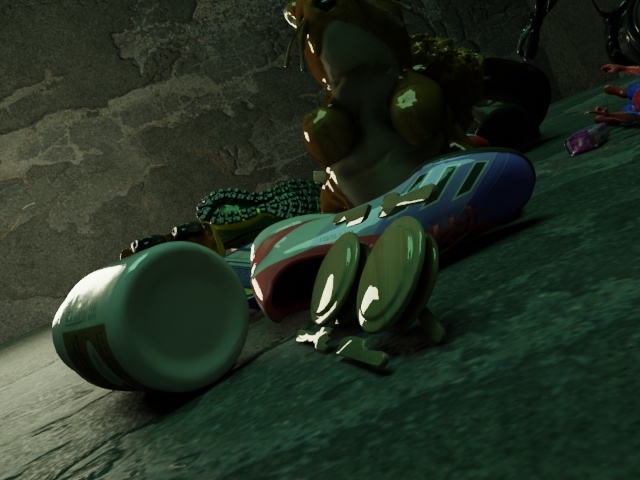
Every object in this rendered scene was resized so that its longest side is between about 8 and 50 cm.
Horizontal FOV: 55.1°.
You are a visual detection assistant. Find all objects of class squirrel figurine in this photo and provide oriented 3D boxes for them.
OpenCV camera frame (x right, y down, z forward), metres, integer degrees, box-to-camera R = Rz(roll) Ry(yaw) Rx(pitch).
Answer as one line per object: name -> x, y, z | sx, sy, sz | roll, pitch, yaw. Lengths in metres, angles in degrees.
squirrel figurine -> 0.091, -0.189, 0.860 | 0.281, 0.370, 0.397 | -20, 6, 27

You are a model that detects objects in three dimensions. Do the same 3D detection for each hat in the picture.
hat -> 0.394, -0.257, 1.441 | 0.331, 0.134, 0.331 | -5, -37, -4

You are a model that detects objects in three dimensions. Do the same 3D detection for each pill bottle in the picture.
pill bottle -> -0.182, 0.083, 0.610 | 0.131, 0.131, 0.229 | -27, 7, -40

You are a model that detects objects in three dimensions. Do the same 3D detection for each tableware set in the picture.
tableware set -> 0.042, 0.032, 0.486 | 0.039, 0.128, 0.194 | 21, -11, -17

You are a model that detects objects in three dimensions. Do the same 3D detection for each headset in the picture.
headset -> 0.535, -0.326, 0.999 | 0.394, 0.185, 0.243 | 21, 11, 6

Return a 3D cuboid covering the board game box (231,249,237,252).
board game box -> -0.083, -0.038, 1.720 | 0.316, 0.064, 0.242 | -25, 6, -20

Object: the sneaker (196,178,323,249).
sneaker -> -0.100, -0.047, 1.405 | 0.343, 0.146, 0.134 | -2, 51, 3

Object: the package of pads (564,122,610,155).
package of pads -> 0.443, -0.169, 1.018 | 0.050, 0.032, 0.083 | -21, 5, 43

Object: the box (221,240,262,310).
box -> -0.095, 0.050, 0.851 | 0.136, 0.037, 0.225 | 4, 16, 26

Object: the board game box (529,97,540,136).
board game box -> 0.423, -0.309, 1.654 | 0.308, 0.086, 0.302 | -21, -15, 19

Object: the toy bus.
toy bus -> -0.292, 0.059, 1.358 | 0.220, 0.149, 0.211 | -20, -10, 10

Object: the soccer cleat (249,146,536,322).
soccer cleat -> 0.078, 0.000, 0.634 | 0.318, 0.109, 0.116 | -19, 29, 5

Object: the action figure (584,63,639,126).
action figure -> 0.493, -0.239, 1.020 | 0.139, 0.091, 0.280 | 12, 9, 3

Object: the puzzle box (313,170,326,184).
puzzle box -> 0.116, -0.161, 1.663 | 0.272, 0.052, 0.409 | 0, 6, 1

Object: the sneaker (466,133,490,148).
sneaker -> 0.255, -0.128, 1.193 | 0.279, 0.107, 0.118 | -30, 27, -32
